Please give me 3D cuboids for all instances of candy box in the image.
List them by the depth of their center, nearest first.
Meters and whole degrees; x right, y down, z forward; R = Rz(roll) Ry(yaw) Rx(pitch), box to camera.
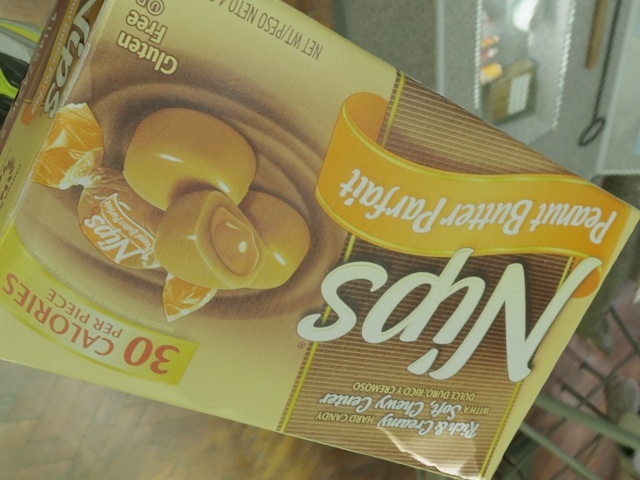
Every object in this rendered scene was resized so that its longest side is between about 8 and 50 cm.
[{"bbox_3d":[0.000,0.000,0.442,0.316,0.087,0.183,23,99,-33],"label":"candy box"}]

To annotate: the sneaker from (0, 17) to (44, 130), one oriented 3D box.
[{"bbox_3d":[-0.178,-0.091,0.793,0.147,0.384,0.145,-39,165,-54],"label":"sneaker"}]
